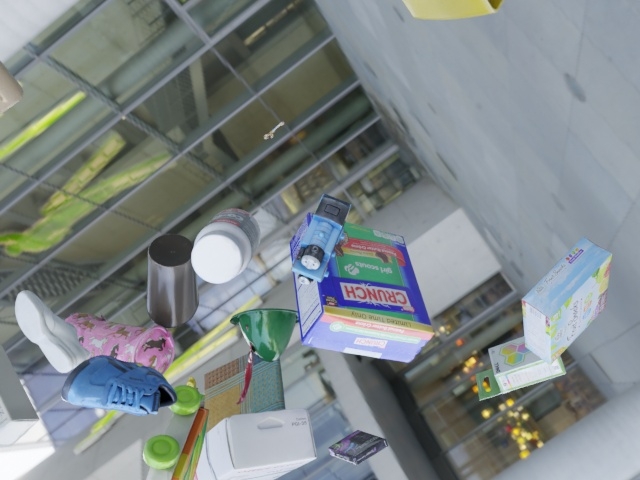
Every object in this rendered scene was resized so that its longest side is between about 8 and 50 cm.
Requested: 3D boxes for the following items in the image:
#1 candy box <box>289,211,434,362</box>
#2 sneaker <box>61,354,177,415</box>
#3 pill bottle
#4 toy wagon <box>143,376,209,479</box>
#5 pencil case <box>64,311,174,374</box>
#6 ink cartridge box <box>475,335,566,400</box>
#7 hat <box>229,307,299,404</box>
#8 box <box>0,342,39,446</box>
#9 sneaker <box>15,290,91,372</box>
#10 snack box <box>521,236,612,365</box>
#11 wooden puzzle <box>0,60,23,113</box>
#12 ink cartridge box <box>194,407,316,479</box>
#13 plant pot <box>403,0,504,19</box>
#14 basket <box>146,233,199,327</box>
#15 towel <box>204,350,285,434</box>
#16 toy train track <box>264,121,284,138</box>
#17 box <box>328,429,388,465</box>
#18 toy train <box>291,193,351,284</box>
[{"bbox_3d":[0.083,0.104,1.566,0.268,0.122,0.317,13,-139,-22],"label":"candy box"},{"bbox_3d":[-0.276,0.212,0.978,0.082,0.069,0.209,23,176,22],"label":"sneaker"},{"bbox_3d":[-0.264,0.013,1.932,0.161,0.161,0.283,53,-169,-9],"label":"pill bottle"},{"bbox_3d":[-0.257,0.384,1.231,0.068,0.267,0.344,15,-148,1],"label":"toy wagon"},{"bbox_3d":[-0.597,0.304,1.998,0.386,0.167,0.160,5,165,37],"label":"pencil case"},{"bbox_3d":[0.461,0.294,1.629,0.062,0.209,0.109,61,-163,-21],"label":"ink cartridge box"},{"bbox_3d":[-0.117,0.264,1.551,0.208,0.173,0.183,92,175,-72],"label":"hat"},{"bbox_3d":[-0.821,0.371,1.708,0.275,0.113,0.094,49,-173,24],"label":"box"},{"bbox_3d":[-0.605,0.199,1.561,0.212,0.080,0.094,53,-150,5],"label":"sneaker"},{"bbox_3d":[0.464,0.119,1.298,0.070,0.174,0.207,39,165,36],"label":"snack box"},{"bbox_3d":[-0.609,-0.239,1.019,0.221,0.239,0.044,56,170,-26],"label":"wooden puzzle"},{"bbox_3d":[-0.166,0.488,1.582,0.207,0.283,0.117,2,-118,-29],"label":"ink cartridge box"},{"bbox_3d":[0.237,-0.538,1.283,0.187,0.212,0.212,-7,132,49],"label":"plant pot"},{"bbox_3d":[-0.426,0.104,1.973,0.227,0.154,0.204,101,170,-47],"label":"basket"},{"bbox_3d":[-0.209,0.481,1.887,0.040,0.271,0.370,46,-155,-42],"label":"towel"},{"bbox_3d":[-0.127,-0.303,1.911,0.014,0.083,0.048,54,-140,-1],"label":"toy train track"},{"bbox_3d":[0.110,0.609,2.026,0.162,0.116,0.029,-8,104,61],"label":"box"},{"bbox_3d":[0.000,0.000,1.373,0.080,0.184,0.105,21,148,5],"label":"toy train"}]
